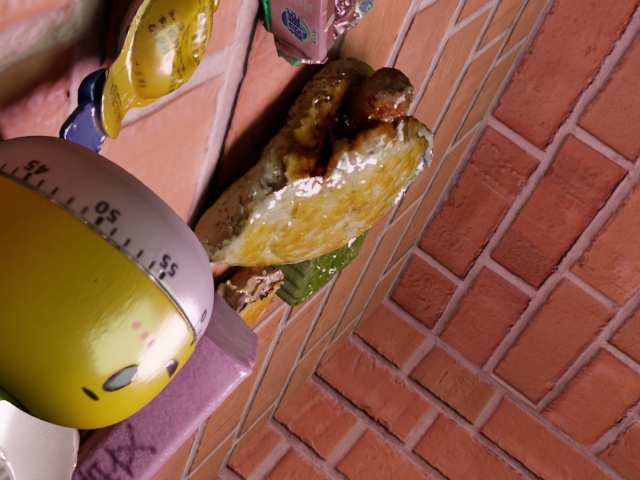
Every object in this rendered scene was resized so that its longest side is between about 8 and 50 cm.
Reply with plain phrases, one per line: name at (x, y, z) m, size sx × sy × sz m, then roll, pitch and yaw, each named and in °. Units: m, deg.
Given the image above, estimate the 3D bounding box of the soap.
soap at (0.017, -0.349, 0.950) m, size 0.218 × 0.098 × 0.273 m, roll -48°, pitch 166°, yaw -19°

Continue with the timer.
timer at (-0.254, 0.074, 0.722) m, size 0.285 × 0.285 × 0.285 m, roll -49°, pitch 166°, yaw -17°

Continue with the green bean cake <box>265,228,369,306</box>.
green bean cake at (0.000, 0.000, 1.718) m, size 0.248 × 0.125 × 0.222 m, roll -42°, pitch 163°, yaw -38°

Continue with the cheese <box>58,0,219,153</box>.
cheese at (-0.169, -0.171, 0.796) m, size 0.250 × 0.064 × 0.156 m, roll -58°, pitch 170°, yaw -27°

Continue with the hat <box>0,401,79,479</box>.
hat at (-0.445, 0.298, 1.011) m, size 0.258 × 0.168 × 0.301 m, roll 49°, pitch 53°, yaw -56°

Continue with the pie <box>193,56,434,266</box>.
pie at (-0.011, -0.094, 1.369) m, size 0.418 × 0.180 × 0.395 m, roll -41°, pitch 161°, yaw 4°

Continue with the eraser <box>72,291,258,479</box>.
eraser at (-0.257, 0.266, 1.311) m, size 0.359 × 0.122 × 0.272 m, roll -46°, pitch -176°, yaw 4°

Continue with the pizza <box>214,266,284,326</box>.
pizza at (-0.176, 0.134, 1.549) m, size 0.223 × 0.089 × 0.323 m, roll -54°, pitch 170°, yaw 31°
